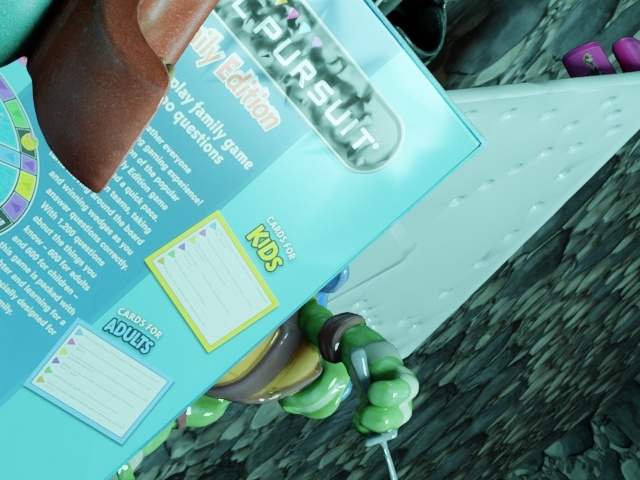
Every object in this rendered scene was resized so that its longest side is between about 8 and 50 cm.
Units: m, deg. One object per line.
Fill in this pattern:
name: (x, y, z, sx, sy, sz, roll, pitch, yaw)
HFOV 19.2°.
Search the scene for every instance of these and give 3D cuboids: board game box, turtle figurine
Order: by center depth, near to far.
board game box: (-0.128, -0.028, 0.866, 0.336, 0.079, 0.254, -42, 123, 0)
turtle figurine: (-0.058, 0.098, 1.066, 0.266, 0.197, 0.275, 38, 66, -46)
board game box: (0.000, 0.000, 1.302, 0.390, 0.050, 0.390, -9, 152, -39)

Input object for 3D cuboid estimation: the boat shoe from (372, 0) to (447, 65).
boat shoe: (0.037, -0.134, 1.203, 0.084, 0.079, 0.233, -32, 162, -36)

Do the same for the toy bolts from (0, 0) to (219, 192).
toy bolts: (-0.085, -0.160, 0.704, 0.228, 0.158, 0.218, -51, -169, 36)
